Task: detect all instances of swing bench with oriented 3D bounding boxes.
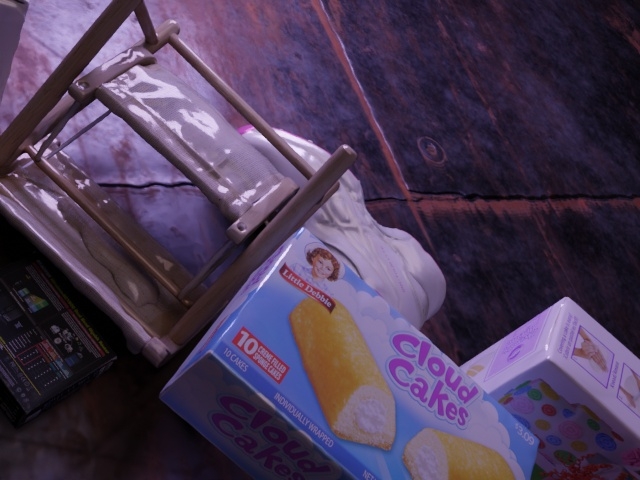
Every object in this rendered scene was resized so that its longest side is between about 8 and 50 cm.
[{"bbox_3d":[-0.148,-0.061,0.696,0.253,0.165,0.255,44,83,1],"label":"swing bench"}]

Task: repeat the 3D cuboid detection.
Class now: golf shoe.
[{"bbox_3d":[0.000,0.000,0.818,0.306,0.115,0.140,41,47,0],"label":"golf shoe"}]

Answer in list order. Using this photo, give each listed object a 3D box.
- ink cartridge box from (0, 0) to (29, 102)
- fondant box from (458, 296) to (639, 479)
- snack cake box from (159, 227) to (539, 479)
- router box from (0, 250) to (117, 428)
[{"bbox_3d":[-0.344,-0.255,0.720,0.100,0.172,0.237,8,54,-30],"label":"ink cartridge box"},{"bbox_3d":[0.268,0.240,0.730,0.330,0.238,0.096,40,44,-3],"label":"fondant box"},{"bbox_3d":[0.031,0.136,0.570,0.264,0.089,0.152,42,44,-6],"label":"snack cake box"},{"bbox_3d":[-0.246,0.080,0.630,0.122,0.038,0.092,51,45,7],"label":"router box"}]
